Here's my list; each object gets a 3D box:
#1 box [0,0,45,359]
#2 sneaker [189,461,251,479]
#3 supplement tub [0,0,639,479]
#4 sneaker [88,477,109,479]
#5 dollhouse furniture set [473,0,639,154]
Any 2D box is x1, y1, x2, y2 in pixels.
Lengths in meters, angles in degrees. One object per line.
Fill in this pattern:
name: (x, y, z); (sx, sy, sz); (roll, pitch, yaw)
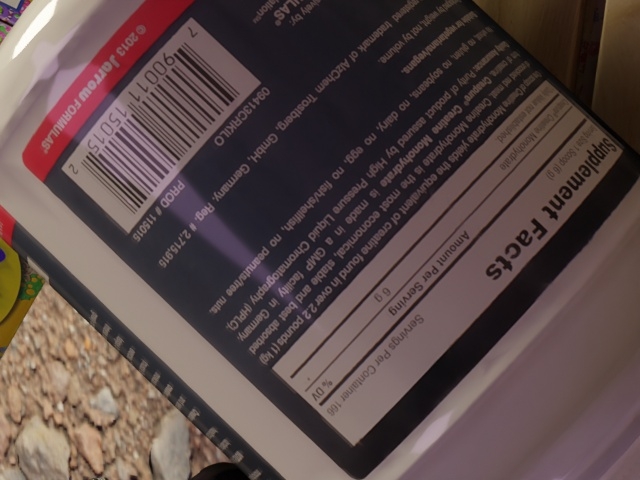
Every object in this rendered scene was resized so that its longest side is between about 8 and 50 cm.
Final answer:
box: (-0.201, -0.101, 0.888); (0.290, 0.177, 0.279); (-54, 17, 39)
sneaker: (-0.017, 0.241, 0.925); (0.130, 0.087, 0.227); (2, 102, 45)
supplement tub: (0.016, 0.000, 0.608); (0.272, 0.191, 0.191); (44, 131, 3)
sneaker: (-0.132, 0.290, 1.049); (0.153, 0.101, 0.268); (24, 109, 43)
dollhouse furniture set: (0.116, -0.149, 0.699); (0.355, 0.174, 0.303); (18, 125, 22)
